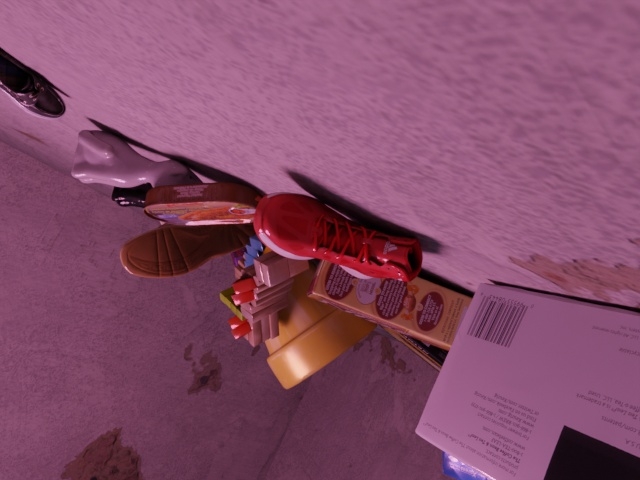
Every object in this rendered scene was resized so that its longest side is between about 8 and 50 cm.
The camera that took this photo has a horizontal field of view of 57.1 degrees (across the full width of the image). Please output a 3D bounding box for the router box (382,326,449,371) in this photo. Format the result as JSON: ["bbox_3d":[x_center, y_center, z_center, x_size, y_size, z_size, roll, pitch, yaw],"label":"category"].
[{"bbox_3d":[0.268,0.233,1.226,0.309,0.081,0.243,38,173,7],"label":"router box"}]

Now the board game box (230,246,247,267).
[{"bbox_3d":[-0.190,0.114,1.578,0.056,0.208,0.347,-15,-172,-10],"label":"board game box"}]

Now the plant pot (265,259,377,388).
[{"bbox_3d":[-0.040,0.166,1.331,0.239,0.254,0.254,56,175,8],"label":"plant pot"}]

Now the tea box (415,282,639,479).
[{"bbox_3d":[0.356,0.226,0.665,0.324,0.219,0.329,30,171,-27],"label":"tea box"}]

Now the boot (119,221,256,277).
[{"bbox_3d":[-0.282,-0.014,1.139,0.262,0.095,0.204,-22,-155,-31],"label":"boot"}]

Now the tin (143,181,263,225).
[{"bbox_3d":[-0.179,-0.055,0.904,0.190,0.040,0.106,-1,168,14],"label":"tin"}]

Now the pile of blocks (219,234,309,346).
[{"bbox_3d":[-0.133,0.080,1.105,0.149,0.113,0.362,52,146,21],"label":"pile of blocks"}]

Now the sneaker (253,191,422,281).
[{"bbox_3d":[0.038,-0.006,0.705,0.221,0.086,0.128,16,170,-38],"label":"sneaker"}]

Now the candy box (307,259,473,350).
[{"bbox_3d":[0.141,0.107,0.957,0.317,0.087,0.183,22,172,-1],"label":"candy box"}]

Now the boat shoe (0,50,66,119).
[{"bbox_3d":[-0.396,-0.205,0.782,0.040,0.049,0.142,19,167,36],"label":"boat shoe"}]

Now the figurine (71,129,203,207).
[{"bbox_3d":[-0.280,-0.102,1.004,0.210,0.092,0.215,15,169,12],"label":"figurine"}]

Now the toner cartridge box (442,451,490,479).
[{"bbox_3d":[0.389,0.383,0.968,0.165,0.075,0.348,-4,-176,-40],"label":"toner cartridge box"}]
